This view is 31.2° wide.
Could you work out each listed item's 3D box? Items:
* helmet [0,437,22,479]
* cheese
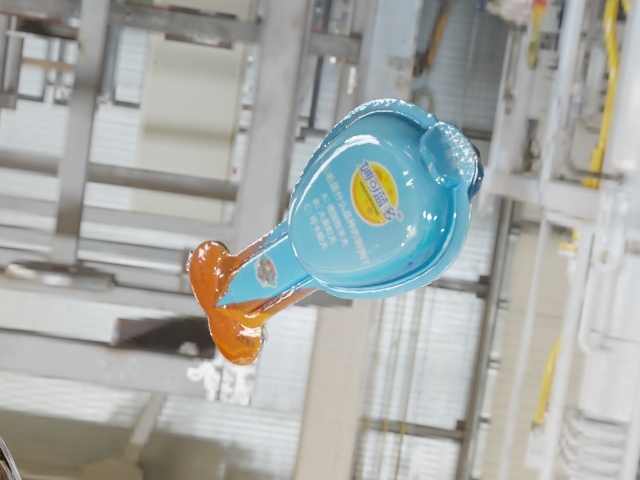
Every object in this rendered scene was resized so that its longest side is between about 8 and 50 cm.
[{"bbox_3d":[-0.202,0.085,0.354,0.224,0.130,0.198,-20,-174,-32],"label":"helmet"},{"bbox_3d":[0.000,0.000,0.674,0.037,0.106,0.256,-11,164,-44],"label":"cheese"}]
